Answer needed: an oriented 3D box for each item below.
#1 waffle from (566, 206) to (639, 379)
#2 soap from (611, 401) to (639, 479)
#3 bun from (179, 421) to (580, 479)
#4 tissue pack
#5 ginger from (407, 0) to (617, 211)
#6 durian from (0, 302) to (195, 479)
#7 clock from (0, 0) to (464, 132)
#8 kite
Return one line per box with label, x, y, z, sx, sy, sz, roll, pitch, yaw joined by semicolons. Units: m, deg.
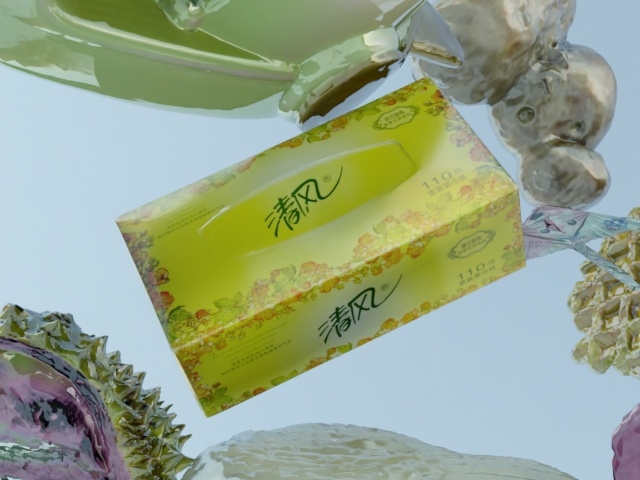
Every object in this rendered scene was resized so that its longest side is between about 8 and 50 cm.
waffle;0.325;0.030;1.061;0.059;0.238;0.243;38;-84;-22
soap;0.295;0.066;0.397;0.233;0.360;0.128;-49;-135;20
bun;0.042;0.166;0.505;0.239;0.239;0.141;8;-88;30
tissue pack;0.000;0.000;0.553;0.062;0.176;0.095;75;-11;-49
ginger;0.243;-0.181;1.310;0.304;0.244;0.155;50;-39;-8
durian;-0.159;0.081;0.695;0.187;0.119;0.108;16;-54;5
clock;-0.052;-0.199;0.575;0.117;0.348;0.286;-38;-126;38
kite;0.203;0.006;0.911;0.137;0.152;0.005;-16;-60;-7
